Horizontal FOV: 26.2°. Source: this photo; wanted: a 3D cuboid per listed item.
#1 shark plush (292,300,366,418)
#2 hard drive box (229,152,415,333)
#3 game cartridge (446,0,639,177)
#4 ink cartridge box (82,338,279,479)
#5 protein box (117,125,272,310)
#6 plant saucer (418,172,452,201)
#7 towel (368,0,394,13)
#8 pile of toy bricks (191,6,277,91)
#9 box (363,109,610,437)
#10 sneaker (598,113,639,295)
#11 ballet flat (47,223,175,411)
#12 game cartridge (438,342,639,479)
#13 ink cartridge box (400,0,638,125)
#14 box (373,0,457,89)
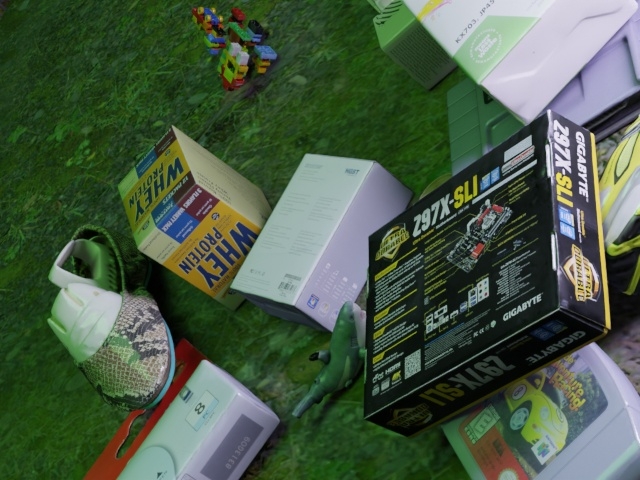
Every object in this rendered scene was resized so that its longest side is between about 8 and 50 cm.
[{"bbox_3d":[0.011,0.156,1.784,0.161,0.067,0.073,-49,32,8],"label":"shark plush"},{"bbox_3d":[0.000,0.000,1.932,0.181,0.089,0.232,13,71,57],"label":"hard drive box"},{"bbox_3d":[0.309,-0.204,1.752,0.355,0.068,0.230,-33,41,30],"label":"game cartridge"},{"bbox_3d":[-0.244,0.298,1.958,0.308,0.091,0.385,-55,29,-4],"label":"ink cartridge box"},{"bbox_3d":[-0.180,-0.035,2.101,0.136,0.200,0.201,-47,32,12],"label":"protein box"},{"bbox_3d":[0.163,-0.051,1.835,0.083,0.015,0.083,-34,37,30],"label":"plant saucer"},{"bbox_3d":[0.188,-0.499,2.160,0.332,0.053,0.317,-44,26,8],"label":"towel"},{"bbox_3d":[-0.160,-0.335,2.489,0.212,0.118,0.105,51,132,42],"label":"pile of toy bricks"},{"bbox_3d":[0.173,0.044,1.520,0.322,0.079,0.257,-37,38,42],"label":"box"},{"bbox_3d":[0.405,-0.126,1.463,0.384,0.145,0.147,-48,32,6],"label":"sneaker"},{"bbox_3d":[-0.347,0.102,2.152,0.164,0.182,0.483,-49,23,11],"label":"ballet flat"},{"bbox_3d":[0.239,0.196,1.458,0.196,0.060,0.294,-44,32,8],"label":"game cartridge"},{"bbox_3d":[0.221,-0.335,1.772,0.207,0.119,0.353,-47,42,13],"label":"ink cartridge box"},{"bbox_3d":[0.213,-0.354,1.976,0.275,0.113,0.094,-39,33,20],"label":"box"}]
